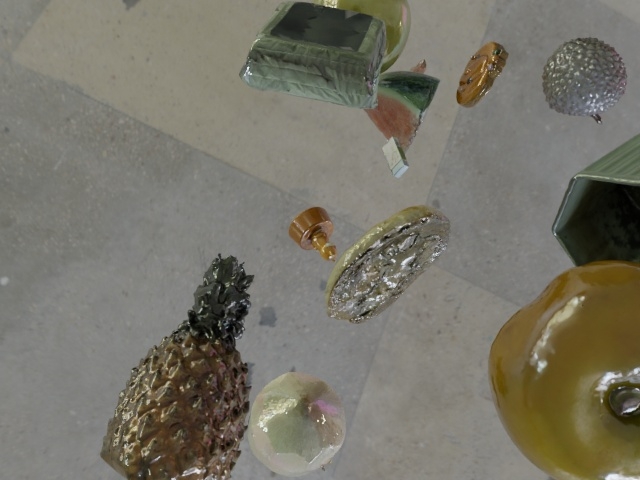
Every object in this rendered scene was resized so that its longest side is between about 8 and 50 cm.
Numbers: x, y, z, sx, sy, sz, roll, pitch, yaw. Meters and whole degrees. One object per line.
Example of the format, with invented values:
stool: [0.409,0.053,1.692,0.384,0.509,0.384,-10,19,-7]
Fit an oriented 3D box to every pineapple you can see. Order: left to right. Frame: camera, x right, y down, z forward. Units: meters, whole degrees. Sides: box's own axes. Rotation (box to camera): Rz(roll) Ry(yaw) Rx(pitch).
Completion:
pineapple: [-0.195,0.193,0.897,0.201,0.202,0.362,16,63,-10]

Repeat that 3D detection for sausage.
sausage: [0.335,-0.585,1.996,0.040,0.177,0.047,40,98,-6]

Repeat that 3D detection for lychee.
lychee: [0.556,-0.328,1.225,0.165,0.165,0.198,-32,119,-21]

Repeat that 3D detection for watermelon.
watermelon: [0.225,-0.385,1.679,0.231,0.310,0.193,42,67,-37]

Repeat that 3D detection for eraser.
eraser: [0.154,-0.170,1.187,0.019,0.038,0.083,13,47,-35]

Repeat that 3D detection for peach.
peach: [0.308,0.148,0.613,0.250,0.153,0.252,1,111,3]

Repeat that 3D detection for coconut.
coconut: [-0.054,0.400,1.263,0.224,0.234,0.225,8,64,-16]

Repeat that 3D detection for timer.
timer: [0.000,0.000,1.659,0.131,0.132,0.152,-24,55,-20]

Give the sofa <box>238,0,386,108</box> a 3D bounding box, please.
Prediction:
sofa: [-0.004,-0.270,0.962,0.210,0.176,0.226,11,42,4]

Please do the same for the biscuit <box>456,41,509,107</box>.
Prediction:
biscuit: [0.387,-0.412,1.419,0.050,0.170,0.171,24,70,-14]

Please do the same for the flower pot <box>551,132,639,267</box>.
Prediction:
flower pot: [0.487,-0.031,0.837,0.189,0.209,0.239,-31,84,-23]

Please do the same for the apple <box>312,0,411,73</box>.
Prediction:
apple: [0.096,-0.545,1.482,0.262,0.262,0.263,4,74,-14]

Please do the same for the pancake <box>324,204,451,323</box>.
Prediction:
pancake: [0.167,0.063,1.444,0.386,0.387,0.082,-25,55,-20]
